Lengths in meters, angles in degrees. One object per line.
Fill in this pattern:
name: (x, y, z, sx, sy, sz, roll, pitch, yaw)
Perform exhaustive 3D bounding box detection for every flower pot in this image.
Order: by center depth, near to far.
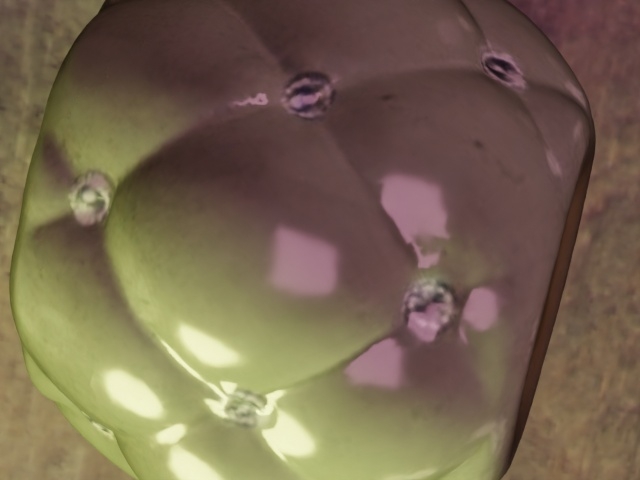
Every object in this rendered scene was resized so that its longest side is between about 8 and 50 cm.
flower pot: (0.000, 0.000, 0.595, 0.195, 0.246, 0.246, 15, 97, 13)
